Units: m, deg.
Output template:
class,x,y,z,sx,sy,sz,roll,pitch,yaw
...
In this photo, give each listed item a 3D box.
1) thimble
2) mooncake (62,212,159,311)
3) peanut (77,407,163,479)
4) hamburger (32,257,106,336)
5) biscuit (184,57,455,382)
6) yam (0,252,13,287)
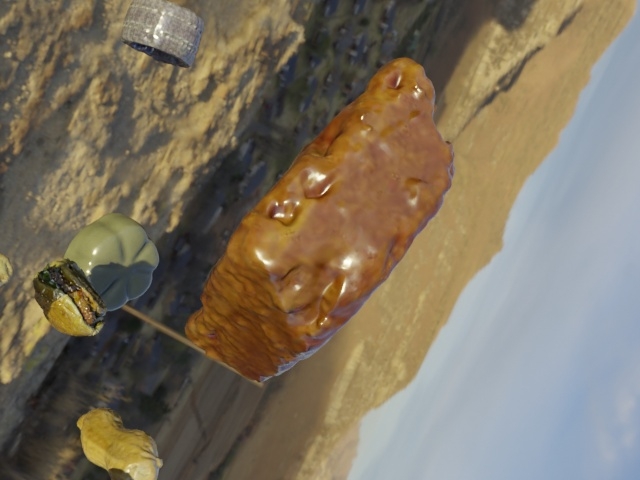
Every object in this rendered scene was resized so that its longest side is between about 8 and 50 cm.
class,x,y,z,sx,sy,sz,roll,pitch,yaw
thimble,-0.307,-0.408,1.369,0.150,0.150,0.098,11,97,-82
mooncake,-0.576,0.066,1.952,0.275,0.135,0.275,-29,130,-42
peanut,-0.412,0.421,1.421,0.117,0.263,0.101,2,103,-50
hamburger,-0.559,0.138,1.545,0.130,0.183,0.206,-40,-172,-11
biscuit,0.000,0.000,0.901,0.343,0.166,0.395,-48,180,-26
yam,-0.647,0.124,1.181,0.356,0.081,0.081,-34,-174,25
